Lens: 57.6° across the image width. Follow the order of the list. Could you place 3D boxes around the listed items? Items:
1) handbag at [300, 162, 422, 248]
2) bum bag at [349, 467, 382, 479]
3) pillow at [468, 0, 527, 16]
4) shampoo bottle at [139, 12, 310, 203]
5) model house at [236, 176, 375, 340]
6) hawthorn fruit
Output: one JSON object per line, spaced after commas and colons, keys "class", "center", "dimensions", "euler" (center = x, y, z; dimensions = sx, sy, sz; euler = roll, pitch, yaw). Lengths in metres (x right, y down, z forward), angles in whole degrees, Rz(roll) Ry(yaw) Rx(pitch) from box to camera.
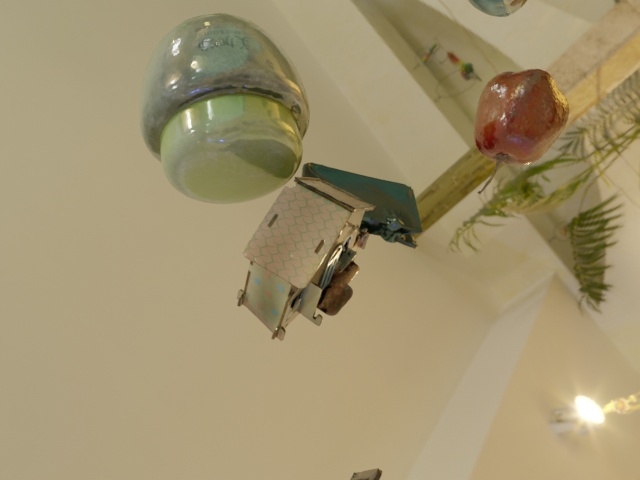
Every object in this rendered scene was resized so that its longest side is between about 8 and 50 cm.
{"class": "handbag", "center": [0.099, -0.096, 1.530], "dimensions": [0.327, 0.089, 0.238], "euler": [14, -149, -10]}
{"class": "bum bag", "center": [0.049, 0.397, 0.874], "dimensions": [0.026, 0.159, 0.109], "euler": [35, -116, 6]}
{"class": "pillow", "center": [0.154, -0.334, 0.558], "dimensions": [0.233, 0.086, 0.214], "euler": [34, -130, -49]}
{"class": "shampoo bottle", "center": [-0.186, -0.254, 1.131], "dimensions": [0.322, 0.322, 0.317], "euler": [12, -126, -40]}
{"class": "model house", "center": [0.000, 0.000, 1.073], "dimensions": [0.169, 0.244, 0.326], "euler": [30, -134, 17]}
{"class": "hawthorn fruit", "center": [0.325, -0.184, 0.981], "dimensions": [0.163, 0.163, 0.203], "euler": [32, -114, -20]}
